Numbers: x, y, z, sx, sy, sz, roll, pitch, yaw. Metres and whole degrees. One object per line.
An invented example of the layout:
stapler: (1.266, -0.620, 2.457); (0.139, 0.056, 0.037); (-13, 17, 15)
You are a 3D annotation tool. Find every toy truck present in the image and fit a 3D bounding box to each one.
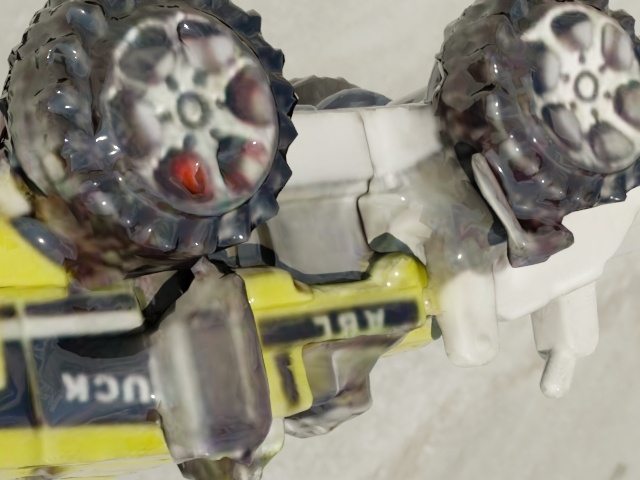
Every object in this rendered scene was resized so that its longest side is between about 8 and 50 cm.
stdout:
toy truck: (0.000, 0.000, 0.442); (0.286, 0.111, 0.136); (-9, 174, -37)
